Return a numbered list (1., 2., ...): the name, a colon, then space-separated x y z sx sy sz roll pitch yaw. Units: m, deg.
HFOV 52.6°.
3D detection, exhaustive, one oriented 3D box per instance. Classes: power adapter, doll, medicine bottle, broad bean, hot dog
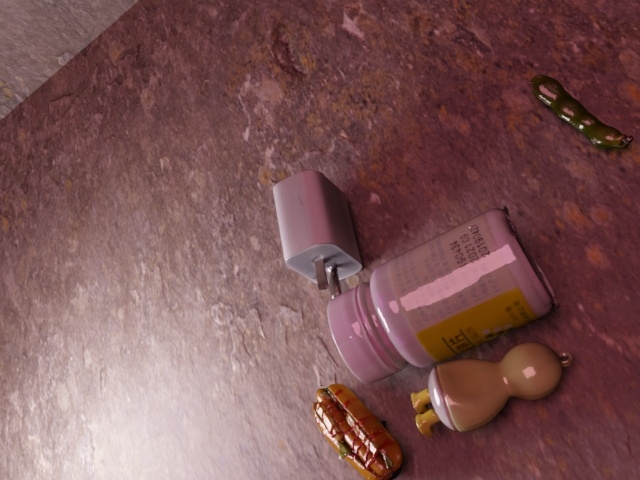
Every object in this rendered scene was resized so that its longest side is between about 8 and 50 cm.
1. power adapter: 0.000 0.000 1.396 0.124 0.187 0.255 -25 58 21
2. doll: 0.306 0.262 1.155 0.296 0.117 0.141 -17 30 12
3. medicine bottle: 0.218 0.109 1.203 0.378 0.213 0.213 -28 58 18
4. broad bean: 0.509 -0.252 1.286 0.052 0.053 0.256 -21 52 -23
5. hot dog: 0.058 0.366 1.257 0.104 0.076 0.250 -52 46 4

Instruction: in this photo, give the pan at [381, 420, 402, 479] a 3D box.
1. pan: 0.128 0.406 1.245 0.068 0.023 0.115 -15 57 28
